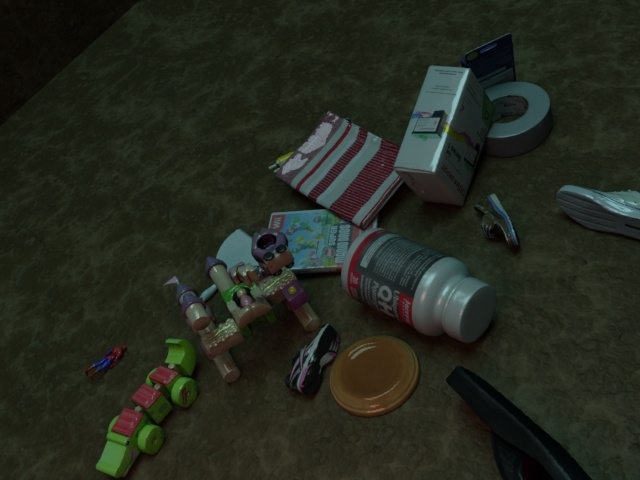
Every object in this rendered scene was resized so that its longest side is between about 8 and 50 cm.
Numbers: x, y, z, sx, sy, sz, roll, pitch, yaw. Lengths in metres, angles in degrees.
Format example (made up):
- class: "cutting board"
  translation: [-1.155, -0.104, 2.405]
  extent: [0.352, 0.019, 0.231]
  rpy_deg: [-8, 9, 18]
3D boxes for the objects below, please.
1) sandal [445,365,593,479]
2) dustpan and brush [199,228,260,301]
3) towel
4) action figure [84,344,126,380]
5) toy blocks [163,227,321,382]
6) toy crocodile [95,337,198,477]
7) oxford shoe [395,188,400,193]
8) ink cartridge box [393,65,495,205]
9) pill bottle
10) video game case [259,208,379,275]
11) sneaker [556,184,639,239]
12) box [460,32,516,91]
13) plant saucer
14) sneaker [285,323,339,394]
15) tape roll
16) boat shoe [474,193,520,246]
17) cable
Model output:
- class: "sandal"
  translation: [0.367, 0.391, 1.504]
  extent: [0.107, 0.167, 0.446]
  rpy_deg: [-54, 37, 6]
- class: "dustpan and brush"
  translation: [-0.236, 0.081, 2.144]
  extent: [0.147, 0.060, 0.211]
  rpy_deg: [36, 61, 29]
- class: "towel"
  translation: [0.063, -0.189, 2.185]
  extent: [0.329, 0.037, 0.237]
  rpy_deg: [33, 79, 36]
- class: "action figure"
  translation: [-0.525, 0.297, 2.079]
  extent: [0.038, 0.030, 0.115]
  rpy_deg: [31, 61, 36]
- class: "toy blocks"
  translation: [-0.195, 0.097, 1.913]
  extent: [0.288, 0.309, 0.260]
  rpy_deg: [-31, 49, -7]
- class: "toy crocodile"
  translation: [-0.382, 0.371, 1.882]
  extent: [0.115, 0.105, 0.340]
  rpy_deg: [13, 55, 34]
- class: "oxford shoe"
  translation: [0.132, -0.181, 2.213]
  extent: [0.076, 0.076, 0.212]
  rpy_deg: [-33, 42, 6]
- class: "ink cartridge box"
  translation: [0.304, -0.249, 2.041]
  extent: [0.117, 0.201, 0.278]
  rpy_deg: [12, 76, 34]
- class: "pill bottle"
  translation: [0.212, 0.100, 1.819]
  extent: [0.318, 0.176, 0.176]
  rpy_deg: [24, 61, 40]
- class: "video game case"
  translation: [0.000, 0.000, 2.107]
  extent: [0.285, 0.025, 0.204]
  rpy_deg: [-4, 47, 14]
- class: "sneaker"
  translation: [0.651, -0.070, 1.858]
  extent: [0.258, 0.094, 0.091]
  rpy_deg: [25, 52, 30]
- class: "box"
  translation: [0.442, -0.445, 2.211]
  extent: [0.136, 0.225, 0.036]
  rpy_deg: [-25, 55, 0]
- class: "plant saucer"
  translation: [0.111, 0.279, 1.793]
  extent: [0.200, 0.037, 0.200]
  rpy_deg: [-13, 43, 13]
- class: "sneaker"
  translation: [-0.026, 0.255, 1.860]
  extent: [0.077, 0.072, 0.178]
  rpy_deg: [-2, 41, 38]
- class: "tape roll"
  translation: [0.485, -0.314, 2.176]
  extent: [0.219, 0.072, 0.219]
  rpy_deg: [-13, 45, 13]
- class: "boat shoe"
  translation: [0.406, -0.036, 1.952]
  extent: [0.066, 0.066, 0.183]
  rpy_deg: [-25, 32, 7]
- class: "cable"
  translation: [0.000, -0.248, 2.337]
  extent: [0.287, 0.072, 0.139]
  rpy_deg: [-41, 48, -15]
